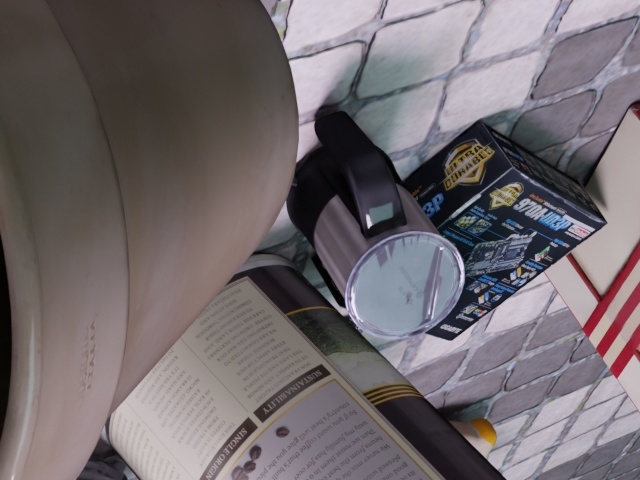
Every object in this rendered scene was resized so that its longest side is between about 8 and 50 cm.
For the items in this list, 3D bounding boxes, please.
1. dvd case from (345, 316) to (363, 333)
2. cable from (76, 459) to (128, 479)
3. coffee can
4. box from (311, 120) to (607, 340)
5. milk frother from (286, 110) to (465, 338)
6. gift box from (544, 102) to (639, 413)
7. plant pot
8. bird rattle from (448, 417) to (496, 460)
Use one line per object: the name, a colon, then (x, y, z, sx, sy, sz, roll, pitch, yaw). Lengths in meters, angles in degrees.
dvd case: (-0.024, 0.101, 1.500, 0.119, 0.013, 0.087, -13, 150, -36)
cable: (-0.148, 0.256, 1.373, 0.257, 0.257, 0.089, 22, 96, -54)
coffee can: (-0.005, 0.171, 1.292, 0.201, 0.275, 0.201, -34, 151, -22)
box: (0.117, 0.000, 1.423, 0.175, 0.051, 0.220, -39, 154, 17)
milk frother: (0.000, 0.000, 1.188, 0.143, 0.134, 0.129, -35, 125, 2)
gift box: (0.381, 0.024, 1.530, 0.276, 0.255, 0.258, -11, 147, -26)
plant pot: (-0.159, -0.036, 0.787, 0.280, 0.323, 0.323, -26, 160, -53)
bird rattle: (0.084, 0.263, 1.856, 0.254, 0.143, 0.207, -2, 133, -26)
